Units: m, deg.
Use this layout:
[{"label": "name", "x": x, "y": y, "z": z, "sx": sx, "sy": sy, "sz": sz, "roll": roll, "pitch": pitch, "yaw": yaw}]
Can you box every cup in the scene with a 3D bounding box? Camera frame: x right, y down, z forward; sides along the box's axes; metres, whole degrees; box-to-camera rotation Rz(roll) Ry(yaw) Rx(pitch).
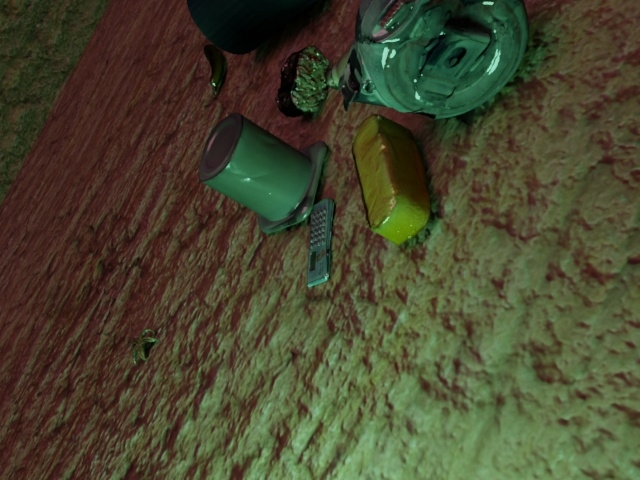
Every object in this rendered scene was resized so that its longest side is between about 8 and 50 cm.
[{"label": "cup", "x": -0.156, "y": -0.640, "z": 1.727, "sx": 0.292, "sy": 0.242, "sz": 0.308, "roll": -28, "pitch": 60, "yaw": 40}]

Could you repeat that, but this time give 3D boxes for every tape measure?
[{"label": "tape measure", "x": 0.181, "y": -0.303, "z": 1.095, "sx": 0.147, "sy": 0.256, "sz": 0.275, "roll": -105, "pitch": 28, "yaw": -42}]

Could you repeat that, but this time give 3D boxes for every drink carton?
[{"label": "drink carton", "x": -0.126, "y": -0.133, "z": 1.403, "sx": 0.191, "sy": 0.189, "sz": 0.185, "roll": -16, "pitch": 57, "yaw": 49}]

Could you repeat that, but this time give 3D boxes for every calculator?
[{"label": "calculator", "x": 0.000, "y": 0.000, "z": 1.311, "sx": 0.057, "sy": 0.018, "sz": 0.172, "roll": -25, "pitch": 51, "yaw": 41}]

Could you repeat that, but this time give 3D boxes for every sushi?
[{"label": "sushi", "x": -0.035, "y": -0.334, "z": 1.514, "sx": 0.078, "sy": 0.090, "sz": 0.150, "roll": -9, "pitch": 62, "yaw": 51}]

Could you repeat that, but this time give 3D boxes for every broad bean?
[{"label": "broad bean", "x": -0.293, "y": -0.482, "z": 1.965, "sx": 0.069, "sy": 0.039, "sz": 0.227, "roll": -43, "pitch": 40, "yaw": 32}]

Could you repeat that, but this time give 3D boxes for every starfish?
[{"label": "starfish", "x": -0.408, "y": 0.242, "z": 1.634, "sx": 0.078, "sy": 0.028, "sz": 0.091, "roll": 27, "pitch": 94, "yaw": 52}]

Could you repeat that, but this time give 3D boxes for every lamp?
[{"label": "lamp", "x": 0.109, "y": -0.330, "z": 1.327, "sx": 0.250, "sy": 0.101, "sz": 0.101, "roll": -8, "pitch": 61, "yaw": 44}]

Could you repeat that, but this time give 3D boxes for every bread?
[{"label": "bread", "x": 0.115, "y": -0.102, "z": 1.179, "sx": 0.102, "sy": 0.094, "sz": 0.246, "roll": -46, "pitch": 37, "yaw": 35}]

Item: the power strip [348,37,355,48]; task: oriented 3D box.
[{"label": "power strip", "x": 0.068, "y": -0.389, "z": 1.485, "sx": 0.027, "sy": 0.017, "sz": 0.083, "roll": 14, "pitch": 78, "yaw": 52}]
